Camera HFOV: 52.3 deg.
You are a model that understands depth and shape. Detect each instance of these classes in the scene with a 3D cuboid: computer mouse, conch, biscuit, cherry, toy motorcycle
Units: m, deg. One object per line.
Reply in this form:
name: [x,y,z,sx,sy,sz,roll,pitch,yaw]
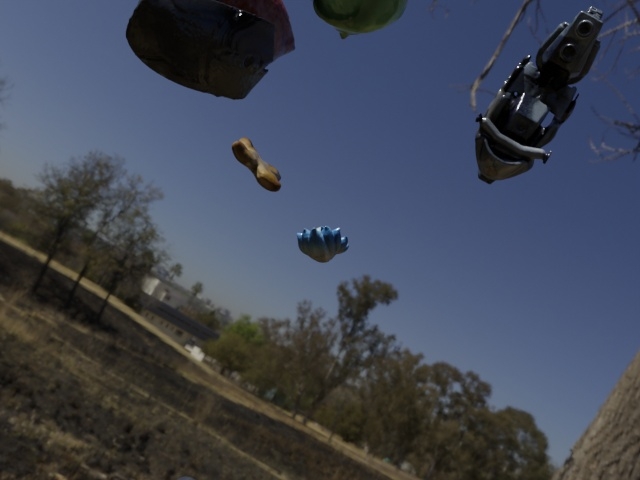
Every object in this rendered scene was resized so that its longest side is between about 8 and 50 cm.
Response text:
computer mouse: [-0.145,-0.256,0.857,0.217,0.122,0.073,2,33,-50]
conch: [0.047,-0.388,0.840,0.144,0.137,0.250,24,-47,36]
biscuit: [-0.168,-0.202,1.734,0.164,0.047,0.208,45,8,-10]
cherry: [-0.148,-0.379,1.102,0.250,0.175,0.192,21,-37,-31]
toy motorcycle: [0.284,-0.181,0.871,0.106,0.270,0.159,33,30,8]

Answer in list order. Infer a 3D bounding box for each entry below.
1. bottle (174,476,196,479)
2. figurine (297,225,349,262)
bottle: [-0.263,0.422,0.930,0.082,0.072,0.244,-21,0,32]
figurine: [0.000,0.000,1.365,0.114,0.079,0.114,10,-33,6]
